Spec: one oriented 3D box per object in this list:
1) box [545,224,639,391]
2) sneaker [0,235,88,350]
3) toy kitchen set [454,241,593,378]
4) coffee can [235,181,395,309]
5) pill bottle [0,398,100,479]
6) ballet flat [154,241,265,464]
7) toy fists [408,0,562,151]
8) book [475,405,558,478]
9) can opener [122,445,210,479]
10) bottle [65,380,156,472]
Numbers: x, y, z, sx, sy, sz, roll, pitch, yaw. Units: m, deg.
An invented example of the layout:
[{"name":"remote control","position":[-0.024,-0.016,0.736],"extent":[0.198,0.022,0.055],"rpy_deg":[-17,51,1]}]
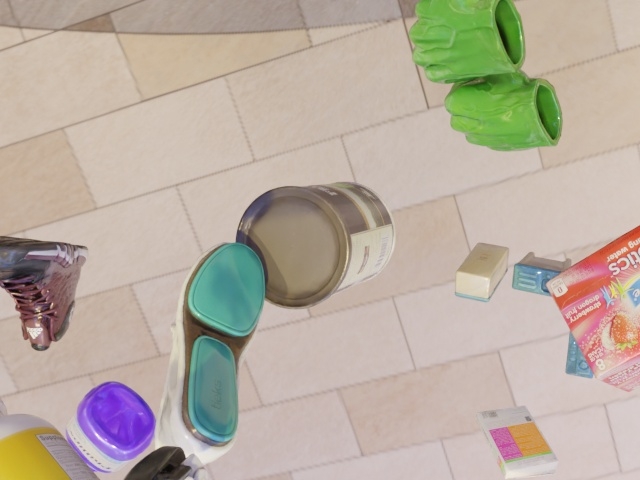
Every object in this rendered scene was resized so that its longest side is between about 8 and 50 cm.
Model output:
[{"name":"box","position":[0.399,0.046,0.925],"extent":[0.257,0.128,0.122],"rpy_deg":[-36,145,23]},{"name":"sneaker","position":[-0.406,0.081,1.216],"extent":[0.106,0.281,0.163],"rpy_deg":[6,87,5]},{"name":"toy kitchen set","position":[0.316,0.115,1.283],"extent":[0.207,0.122,0.166],"rpy_deg":[11,116,24]},{"name":"coffee can","position":[0.000,0.000,1.495],"extent":[0.201,0.275,0.202],"rpy_deg":[2,96,21]},{"name":"pill bottle","position":[-0.172,0.167,0.484],"extent":[0.184,0.103,0.103],"rpy_deg":[41,111,22]},{"name":"ballet flat","position":[-0.172,0.159,1.228],"extent":[0.139,0.400,0.139],"rpy_deg":[1,129,2]},{"name":"toy fists","position":[0.220,-0.225,1.145],"extent":[0.142,0.096,0.279],"rpy_deg":[0,146,37]},{"name":"book","position":[0.347,0.356,1.511],"extent":[0.096,0.144,0.035],"rpy_deg":[-5,124,-10]},{"name":"can opener","position":[-0.197,0.306,0.824],"extent":[0.093,0.280,0.074],"rpy_deg":[-3,110,27]},{"name":"bottle","position":[-0.334,0.300,1.310],"extent":[0.118,0.092,0.283],"rpy_deg":[45,148,-1]}]
